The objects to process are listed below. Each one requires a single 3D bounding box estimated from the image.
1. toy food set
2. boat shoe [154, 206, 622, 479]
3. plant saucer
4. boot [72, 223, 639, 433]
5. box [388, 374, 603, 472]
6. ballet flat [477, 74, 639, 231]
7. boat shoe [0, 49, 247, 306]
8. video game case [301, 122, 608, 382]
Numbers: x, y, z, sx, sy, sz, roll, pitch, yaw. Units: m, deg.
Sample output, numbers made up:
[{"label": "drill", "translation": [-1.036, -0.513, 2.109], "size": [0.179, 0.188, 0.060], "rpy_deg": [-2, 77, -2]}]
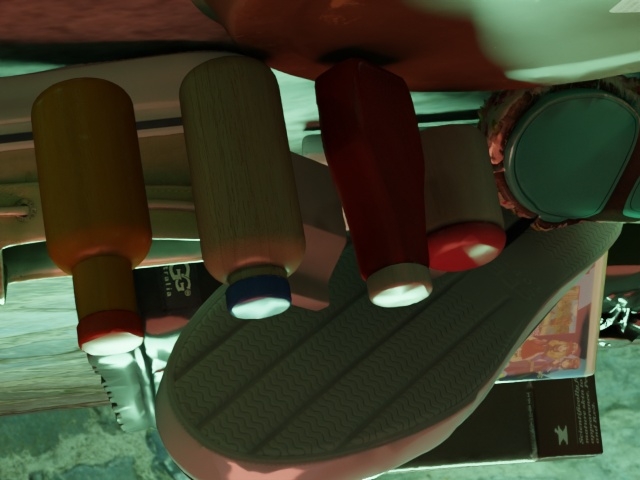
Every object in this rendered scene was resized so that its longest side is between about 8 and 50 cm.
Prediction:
[{"label": "toy food set", "translation": [0.000, 0.000, 0.665], "size": [0.111, 0.104, 0.232], "rpy_deg": [-25, 153, 32]}, {"label": "boat shoe", "translation": [0.041, 0.056, 0.831], "size": [0.335, 0.121, 0.119], "rpy_deg": [-27, 155, -43]}, {"label": "plant saucer", "translation": [0.081, -0.104, 0.603], "size": [0.278, 0.041, 0.278], "rpy_deg": [-5, 170, -1]}, {"label": "boot", "translation": [0.060, 0.038, 1.204], "size": [0.445, 0.146, 0.367], "rpy_deg": [-8, 173, -3]}, {"label": "box", "translation": [0.059, 0.124, 1.524], "size": [0.381, 0.191, 0.143], "rpy_deg": [-10, 169, 36]}, {"label": "ballet flat", "translation": [0.135, -0.052, 0.830], "size": [0.241, 0.091, 0.077], "rpy_deg": [11, -154, -51]}, {"label": "boat shoe", "translation": [-0.162, -0.015, 0.731], "size": [0.302, 0.094, 0.109], "rpy_deg": [-12, 167, -10]}, {"label": "video game case", "translation": [0.083, 0.013, 0.992], "size": [0.183, 0.023, 0.201], "rpy_deg": [-4, 130, -2]}]
